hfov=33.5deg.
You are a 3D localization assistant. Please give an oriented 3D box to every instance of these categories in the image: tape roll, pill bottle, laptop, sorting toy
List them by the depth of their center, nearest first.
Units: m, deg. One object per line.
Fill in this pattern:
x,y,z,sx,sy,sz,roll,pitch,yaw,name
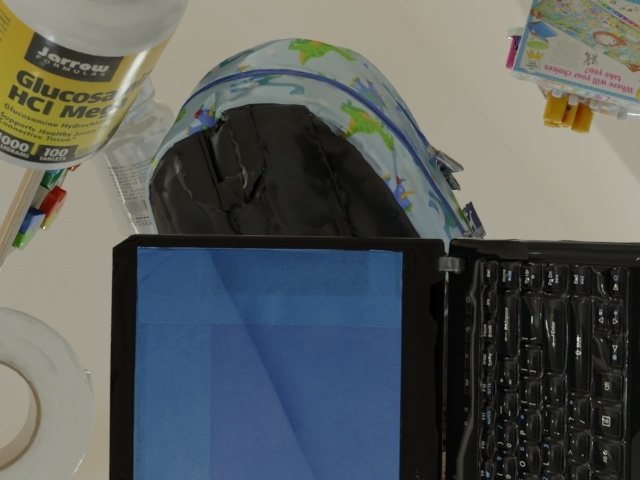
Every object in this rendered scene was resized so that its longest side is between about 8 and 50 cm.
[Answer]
0.030,0.115,0.426,0.136,0.264,0.234,0,-88,-34,laptop
-0.235,-0.218,1.002,0.187,0.334,0.188,12,-119,-23,pill bottle
-0.327,-0.066,1.279,0.038,0.208,0.193,27,-70,-7,sorting toy
-0.438,0.218,1.365,0.286,0.100,0.286,0,-89,-21,tape roll
-0.256,-0.127,1.480,0.131,0.131,0.229,-38,-52,-31,pill bottle

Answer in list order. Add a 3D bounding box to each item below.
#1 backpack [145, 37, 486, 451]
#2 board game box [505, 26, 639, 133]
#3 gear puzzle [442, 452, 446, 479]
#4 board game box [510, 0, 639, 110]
0.000,0.000,0.946,0.355,0.290,0.273,50,-143,-34,backpack
0.450,-0.165,1.344,0.390,0.389,0.050,15,-90,-70,board game box
0.158,0.232,1.073,0.175,0.339,0.044,2,-73,-2,gear puzzle
0.280,-0.197,1.070,0.154,0.026,0.104,16,-94,5,board game box
